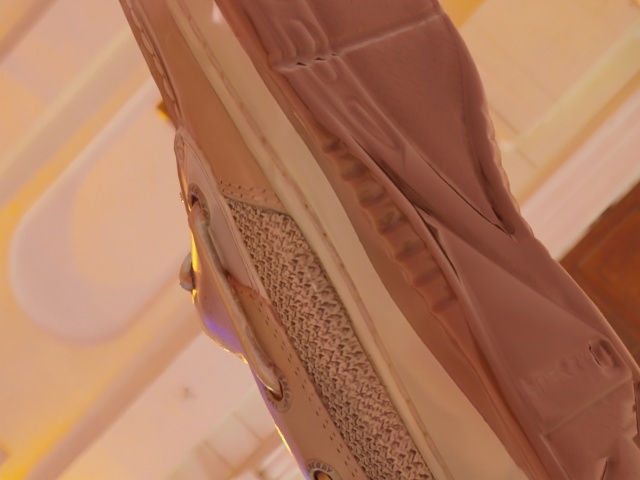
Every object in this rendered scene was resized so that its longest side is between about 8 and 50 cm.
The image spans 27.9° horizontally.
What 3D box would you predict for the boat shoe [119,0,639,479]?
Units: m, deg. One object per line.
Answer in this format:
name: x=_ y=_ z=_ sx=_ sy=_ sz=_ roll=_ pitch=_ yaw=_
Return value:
boat shoe: x=0.000 y=0.000 z=0.422 sx=0.122 sy=0.110 sz=0.341 roll=-5 pitch=-118 yaw=-51
